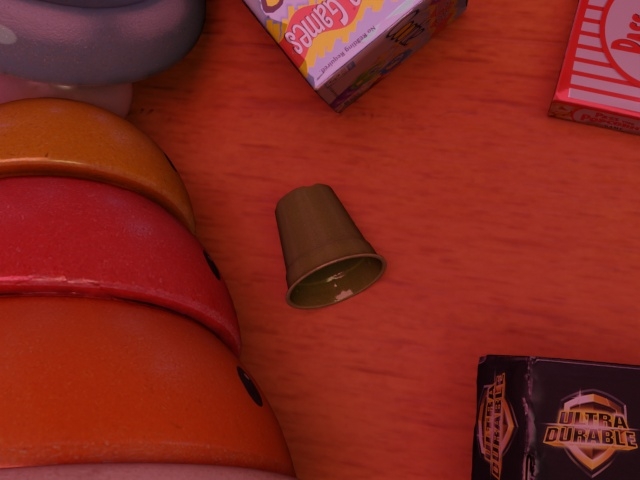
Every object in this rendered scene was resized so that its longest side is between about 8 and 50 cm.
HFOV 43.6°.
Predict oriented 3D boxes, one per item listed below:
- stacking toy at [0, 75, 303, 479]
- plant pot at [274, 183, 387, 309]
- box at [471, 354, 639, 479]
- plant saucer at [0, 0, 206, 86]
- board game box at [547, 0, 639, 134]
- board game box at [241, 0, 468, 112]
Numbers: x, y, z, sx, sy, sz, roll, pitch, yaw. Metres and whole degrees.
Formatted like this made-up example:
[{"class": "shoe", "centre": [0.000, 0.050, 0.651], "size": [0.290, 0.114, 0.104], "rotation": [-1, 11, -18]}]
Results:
[{"class": "stacking toy", "centre": [-0.194, 0.014, 0.579], "size": [0.351, 0.350, 0.480], "rotation": [-12, 64, 9]}, {"class": "plant pot", "centre": [0.000, 0.000, 0.633], "size": [0.083, 0.083, 0.079], "rotation": [-24, 65, 6]}, {"class": "box", "centre": [0.233, 0.227, 0.489], "size": [0.295, 0.073, 0.293], "rotation": [7, 80, -16]}, {"class": "plant saucer", "centre": [-0.228, -0.249, 0.613], "size": [0.317, 0.317, 0.043], "rotation": [53, 133, 14]}, {"class": "board game box", "centre": [0.289, -0.148, 0.612], "size": [0.193, 0.045, 0.146], "rotation": [14, 84, 13]}, {"class": "board game box", "centre": [-0.026, -0.254, 0.612], "size": [0.142, 0.144, 0.275], "rotation": [-39, 86, 7]}]
